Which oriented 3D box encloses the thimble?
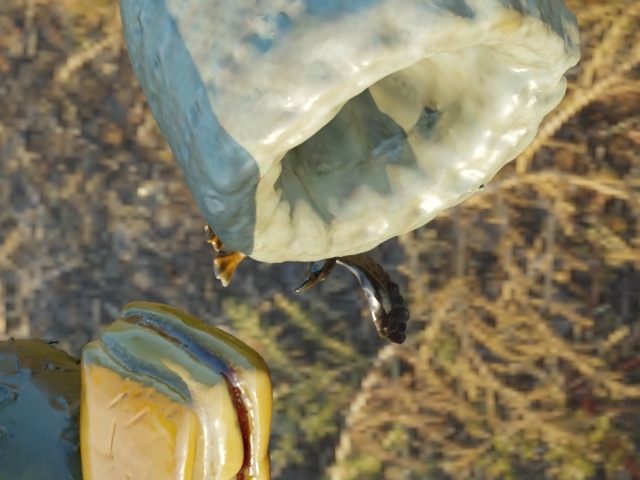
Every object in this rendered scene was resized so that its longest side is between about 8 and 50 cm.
[{"bbox_3d":[0.021,-0.133,1.274,0.291,0.291,0.195,-44,62,33],"label":"thimble"}]

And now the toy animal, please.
[{"bbox_3d":[-0.015,0.004,1.563,0.160,0.197,0.273,-5,118,28],"label":"toy animal"}]

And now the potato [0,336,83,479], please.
[{"bbox_3d":[-0.209,0.175,1.462,0.113,0.149,0.251,93,154,-43],"label":"potato"}]

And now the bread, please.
[{"bbox_3d":[-0.091,0.137,1.170,0.116,0.077,0.200,28,131,34],"label":"bread"}]
